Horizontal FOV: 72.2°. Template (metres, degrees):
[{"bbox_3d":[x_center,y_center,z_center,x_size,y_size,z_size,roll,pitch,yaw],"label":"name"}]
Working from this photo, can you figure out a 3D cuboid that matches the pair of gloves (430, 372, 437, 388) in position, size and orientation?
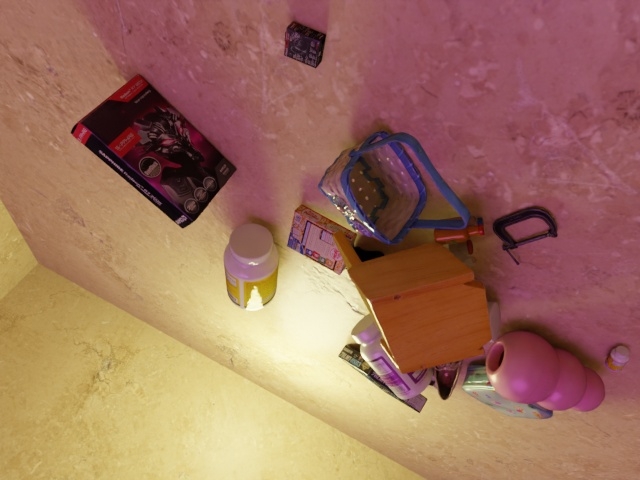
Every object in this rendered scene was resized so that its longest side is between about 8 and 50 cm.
[{"bbox_3d":[0.415,0.503,1.721,0.204,0.042,0.240,23,145,9],"label":"pair of gloves"}]

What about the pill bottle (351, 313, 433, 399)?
[{"bbox_3d":[0.252,0.408,1.584,0.301,0.169,0.169,50,143,-6],"label":"pill bottle"}]

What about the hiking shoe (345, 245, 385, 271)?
[{"bbox_3d":[0.176,0.090,1.317,0.226,0.086,0.114,25,149,8],"label":"hiking shoe"}]

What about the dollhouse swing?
[{"bbox_3d":[0.225,0.114,1.134,0.315,0.305,0.347,-17,133,10],"label":"dollhouse swing"}]

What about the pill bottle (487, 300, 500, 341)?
[{"bbox_3d":[0.376,0.227,1.293,0.272,0.152,0.152,0,137,36],"label":"pill bottle"}]

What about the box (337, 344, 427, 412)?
[{"bbox_3d":[0.248,0.565,1.813,0.293,0.073,0.295,41,166,-15],"label":"box"}]

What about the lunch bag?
[{"bbox_3d":[0.624,0.500,1.476,0.224,0.108,0.279,32,156,-5],"label":"lunch bag"}]

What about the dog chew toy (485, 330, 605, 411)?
[{"bbox_3d":[0.660,0.394,1.273,0.331,0.207,0.207,21,146,-1],"label":"dog chew toy"}]

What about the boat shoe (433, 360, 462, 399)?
[{"bbox_3d":[0.454,0.455,1.558,0.104,0.089,0.285,2,129,20],"label":"boat shoe"}]

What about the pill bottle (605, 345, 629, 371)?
[{"bbox_3d":[0.810,0.320,1.195,0.043,0.043,0.083,12,142,23],"label":"pill bottle"}]

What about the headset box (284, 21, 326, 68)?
[{"bbox_3d":[-0.036,-0.396,0.887,0.083,0.032,0.062,25,145,7],"label":"headset box"}]

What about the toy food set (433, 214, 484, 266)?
[{"bbox_3d":[0.350,0.007,1.054,0.104,0.111,0.232,-8,145,26],"label":"toy food set"}]

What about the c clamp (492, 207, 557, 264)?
[{"bbox_3d":[0.480,-0.015,1.023,0.137,0.022,0.160,41,146,-8],"label":"c clamp"}]

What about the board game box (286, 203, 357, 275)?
[{"bbox_3d":[0.000,0.000,1.311,0.193,0.045,0.147,29,132,14],"label":"board game box"}]

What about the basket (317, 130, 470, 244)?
[{"bbox_3d":[0.156,-0.110,0.968,0.255,0.201,0.289,46,151,-24],"label":"basket"}]

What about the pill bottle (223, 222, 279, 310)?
[{"bbox_3d":[-0.240,0.094,1.532,0.188,0.188,0.334,24,146,8],"label":"pill bottle"}]

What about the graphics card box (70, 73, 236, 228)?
[{"bbox_3d":[-0.439,-0.239,1.205,0.094,0.233,0.371,-18,123,47],"label":"graphics card box"}]
